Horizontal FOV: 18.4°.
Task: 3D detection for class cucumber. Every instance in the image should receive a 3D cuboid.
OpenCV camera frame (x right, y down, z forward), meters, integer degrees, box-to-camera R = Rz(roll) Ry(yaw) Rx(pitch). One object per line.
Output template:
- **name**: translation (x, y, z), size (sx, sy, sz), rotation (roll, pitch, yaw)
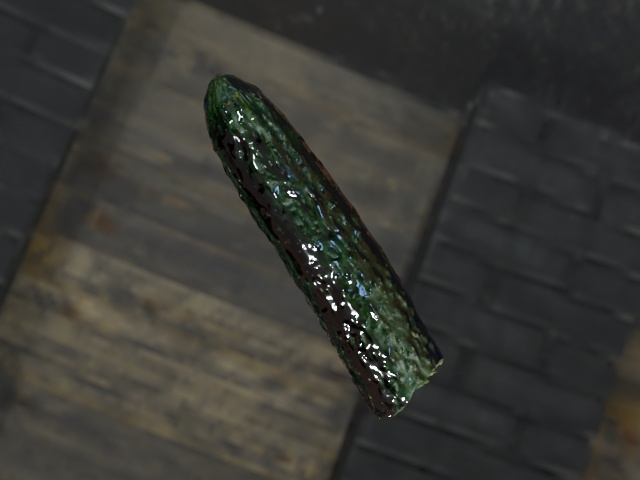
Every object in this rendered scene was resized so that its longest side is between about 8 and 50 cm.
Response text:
- **cucumber**: translation (0.000, 0.000, 1.069), size (0.215, 0.052, 0.058), rotation (59, 176, -19)
